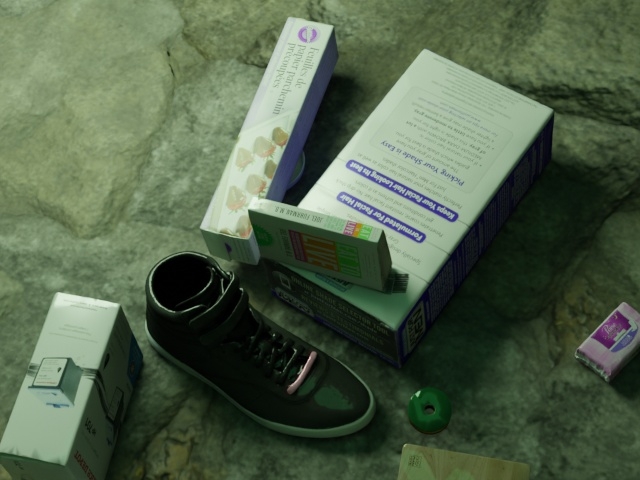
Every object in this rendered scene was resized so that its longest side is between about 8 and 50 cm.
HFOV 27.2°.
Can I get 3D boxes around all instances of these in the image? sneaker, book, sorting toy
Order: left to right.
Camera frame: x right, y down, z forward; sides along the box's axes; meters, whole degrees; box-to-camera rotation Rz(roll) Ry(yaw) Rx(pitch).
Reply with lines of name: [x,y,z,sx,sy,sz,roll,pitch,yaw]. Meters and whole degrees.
sneaker: [-0.077,0.113,1.438,0.296,0.147,0.104,26,64,19]
book: [0.000,0.000,1.402,0.144,0.096,0.035,14,63,16]
sorting toy: [0.137,0.295,1.351,0.132,0.046,0.274,9,72,5]

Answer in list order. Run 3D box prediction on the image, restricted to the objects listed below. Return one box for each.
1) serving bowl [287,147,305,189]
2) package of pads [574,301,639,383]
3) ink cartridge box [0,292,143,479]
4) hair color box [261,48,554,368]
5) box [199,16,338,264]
serving bowl: [-0.059,-0.089,1.624,0.083,0.027,0.083,-3,60,5]
package of pads: [0.324,0.112,1.455,0.083,0.032,0.050,-42,65,-17]
ink cartridge box: [-0.266,0.174,1.428,0.082,0.139,0.190,8,61,9]
hair color box: [0.107,-0.043,1.531,0.185,0.110,0.339,29,66,22]
box: [-0.057,-0.123,1.590,0.063,0.067,0.324,13,62,14]
